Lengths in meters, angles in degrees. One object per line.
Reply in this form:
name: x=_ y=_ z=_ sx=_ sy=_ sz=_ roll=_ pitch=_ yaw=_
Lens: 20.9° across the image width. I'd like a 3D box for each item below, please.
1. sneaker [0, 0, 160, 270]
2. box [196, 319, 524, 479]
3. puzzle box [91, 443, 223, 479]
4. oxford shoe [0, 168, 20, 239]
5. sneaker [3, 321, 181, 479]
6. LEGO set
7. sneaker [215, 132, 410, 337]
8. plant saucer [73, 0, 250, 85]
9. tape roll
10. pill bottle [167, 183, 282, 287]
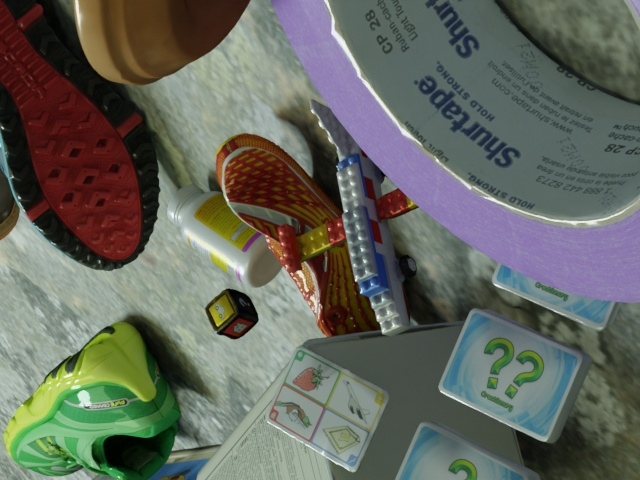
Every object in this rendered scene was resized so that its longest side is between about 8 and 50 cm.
sneaker: x=-0.203 y=-0.098 z=1.229 sx=0.262 sy=0.104 sz=0.125 roll=59 pitch=170 yaw=-11
box: x=0.018 y=0.171 z=1.138 sx=0.311 sy=0.121 sz=0.148 roll=128 pitch=132 yaw=-64
puzzle box: x=-0.193 y=0.283 z=1.496 sx=0.052 sy=0.272 sz=0.409 roll=53 pitch=153 yaw=-9
oxford shoe: x=-0.365 y=-0.146 z=1.353 sx=0.363 sy=0.130 sz=0.133 roll=47 pitch=148 yaw=3
sneaker: x=-0.201 y=0.172 z=1.542 sx=0.123 sy=0.109 sz=0.295 roll=51 pitch=154 yaw=4
LEGO set: x=0.033 y=0.038 z=0.941 sx=0.244 sy=0.182 sz=0.060 roll=26 pitch=-178 yaw=40
sneaker: x=0.000 y=0.000 z=1.080 sx=0.175 sy=0.064 sz=0.067 roll=55 pitch=-174 yaw=-20
plant saucer: x=-0.051 y=-0.163 z=0.781 sx=0.037 sy=0.200 sz=0.200 roll=19 pitch=146 yaw=11
tape roll: x=0.096 y=-0.107 z=0.740 sx=0.275 sy=0.090 sz=0.275 roll=36 pitch=151 yaw=25
pill bottle: x=-0.064 y=-0.006 z=1.169 sx=0.083 sy=0.043 sz=0.043 roll=34 pitch=150 yaw=28
